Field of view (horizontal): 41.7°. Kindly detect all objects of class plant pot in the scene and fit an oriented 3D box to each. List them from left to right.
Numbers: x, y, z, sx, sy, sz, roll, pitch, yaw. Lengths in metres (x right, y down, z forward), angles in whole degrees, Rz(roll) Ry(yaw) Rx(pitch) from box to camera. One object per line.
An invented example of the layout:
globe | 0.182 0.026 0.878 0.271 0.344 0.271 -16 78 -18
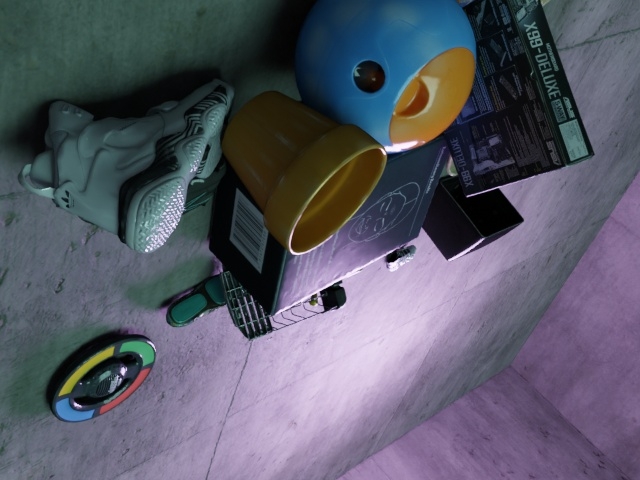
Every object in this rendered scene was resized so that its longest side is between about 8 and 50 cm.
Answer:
plant pot | -0.039 -0.116 1.243 0.205 0.188 0.205 -42 162 -17
plant pot | 0.379 -0.054 2.196 0.188 0.187 0.167 -20 157 -41

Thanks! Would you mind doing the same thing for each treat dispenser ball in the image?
treat dispenser ball | 0.101 -0.281 1.331 0.288 0.288 0.288 -34 152 -21

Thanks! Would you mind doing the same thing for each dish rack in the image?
dish rack | -0.079 0.081 1.723 0.271 0.208 0.074 -19 -175 -29

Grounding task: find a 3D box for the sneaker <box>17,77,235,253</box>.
sneaker | -0.260 -0.146 1.191 0.366 0.210 0.137 -68 178 -48

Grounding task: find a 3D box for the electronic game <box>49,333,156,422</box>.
electronic game | -0.421 0.270 1.642 0.229 0.048 0.229 -34 151 -22

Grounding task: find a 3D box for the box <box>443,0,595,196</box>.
box | 0.297 -0.246 1.416 0.076 0.307 0.242 -21 -178 -32

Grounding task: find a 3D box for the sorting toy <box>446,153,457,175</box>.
sorting toy | 0.429 -0.308 2.053 0.307 0.041 0.229 -31 146 -27

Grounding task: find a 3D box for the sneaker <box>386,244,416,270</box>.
sneaker | 0.214 0.037 2.230 0.098 0.038 0.069 -41 154 -10

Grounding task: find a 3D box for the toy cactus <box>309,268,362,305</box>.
toy cactus | 0.021 0.078 1.889 0.180 0.112 0.219 -15 -169 43

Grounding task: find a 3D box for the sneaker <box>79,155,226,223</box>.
sneaker | -0.264 -0.064 1.332 0.267 0.101 0.106 -21 148 -39

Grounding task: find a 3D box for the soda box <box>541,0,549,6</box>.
soda box | 0.497 -0.564 1.750 0.181 0.061 0.058 -39 152 -12

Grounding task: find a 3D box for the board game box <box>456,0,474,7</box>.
board game box | 0.279 -0.428 1.661 0.201 0.035 0.136 -44 154 -3

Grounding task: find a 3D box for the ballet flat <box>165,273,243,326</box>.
ballet flat | -0.234 0.119 1.696 0.188 0.070 0.070 -25 147 -32

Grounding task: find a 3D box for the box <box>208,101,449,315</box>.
box | 0.018 -0.094 1.566 0.395 0.212 0.293 -26 147 -33
